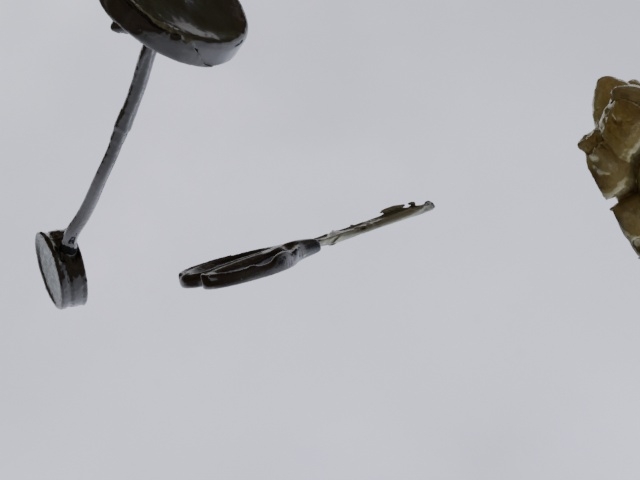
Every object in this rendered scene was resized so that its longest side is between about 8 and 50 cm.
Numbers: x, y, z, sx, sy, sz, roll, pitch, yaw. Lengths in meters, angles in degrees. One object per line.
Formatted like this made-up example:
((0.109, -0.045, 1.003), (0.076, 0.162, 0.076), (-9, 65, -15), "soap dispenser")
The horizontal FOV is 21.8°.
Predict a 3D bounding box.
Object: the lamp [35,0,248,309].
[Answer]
((-0.134, -0.064, 1.250), (0.109, 0.371, 0.130), (-14, -126, -26), "lamp")

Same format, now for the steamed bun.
((0.331, -0.083, 1.599), (0.106, 0.192, 0.177), (-28, 172, 25), "steamed bun")

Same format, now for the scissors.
((0.000, 0.000, 1.617), (0.300, 0.022, 0.109), (-20, -169, -34), "scissors")
